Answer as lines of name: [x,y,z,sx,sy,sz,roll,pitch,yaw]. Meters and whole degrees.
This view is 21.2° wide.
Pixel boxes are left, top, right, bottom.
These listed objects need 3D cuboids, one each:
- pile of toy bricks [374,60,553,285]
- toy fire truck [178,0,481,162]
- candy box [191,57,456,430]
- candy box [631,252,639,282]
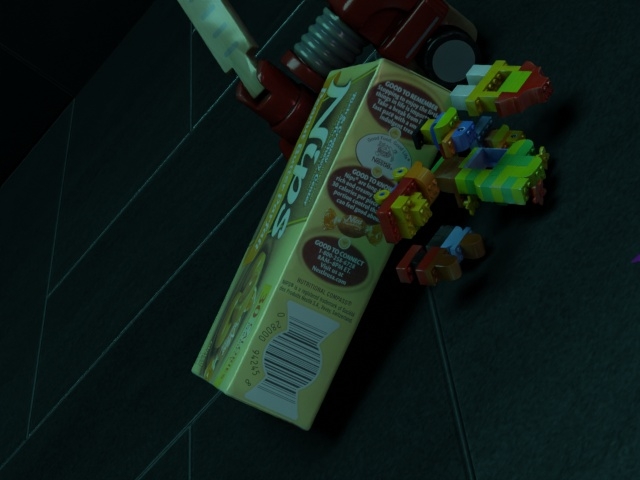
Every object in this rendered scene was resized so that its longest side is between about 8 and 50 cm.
pile of toy bricks: [0.139,-0.051,1.399,0.105,0.118,0.212,6,42,35]
toy fire truck: [-0.003,-0.194,1.674,0.217,0.246,0.158,-51,22,10]
candy box: [0.000,0.000,1.523,0.316,0.088,0.183,-64,14,-4]
candy box: [0.279,0.035,0.984,0.159,0.071,0.233,-47,23,20]
